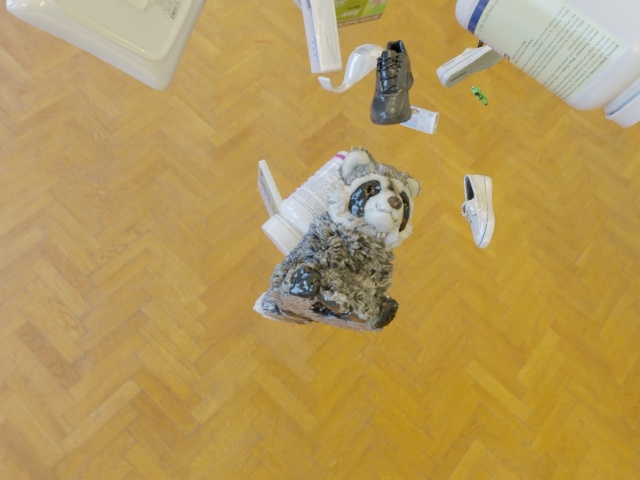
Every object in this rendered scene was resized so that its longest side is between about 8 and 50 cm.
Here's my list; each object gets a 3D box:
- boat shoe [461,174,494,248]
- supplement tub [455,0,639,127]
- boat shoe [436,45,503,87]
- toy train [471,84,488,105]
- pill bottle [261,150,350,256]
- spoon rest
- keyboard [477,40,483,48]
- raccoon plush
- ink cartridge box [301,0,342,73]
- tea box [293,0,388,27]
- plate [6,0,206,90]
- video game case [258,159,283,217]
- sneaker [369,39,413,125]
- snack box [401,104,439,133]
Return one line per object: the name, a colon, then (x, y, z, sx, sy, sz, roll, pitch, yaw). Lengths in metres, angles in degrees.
boat shoe: (0.492, -0.099, 1.510, 0.088, 0.096, 0.267, 10, 65, -2)
supplement tub: (0.397, -0.347, 0.711, 0.325, 0.235, 0.235, 40, 65, 7)
boat shoe: (0.469, -0.566, 1.481, 0.226, 0.083, 0.076, -26, 62, 4)
toy train: (0.394, -0.356, 1.173, 0.083, 0.017, 0.023, 17, 51, -49)
pill bottle: (0.000, -0.078, 1.201, 0.283, 0.160, 0.160, -42, 77, -9)
spoon rest: (0.113, -0.590, 1.637, 0.276, 0.084, 0.137, -41, 47, -21)
keyboard: (0.641, -0.757, 1.883, 0.038, 0.100, 0.192, 17, 20, 13)
raccoon plush: (0.000, 0.000, 0.938, 0.216, 0.446, 0.299, 30, 67, -35)
ink cartridge box: (-0.015, -0.616, 1.306, 0.066, 0.261, 0.296, -12, 111, -8)
tea box: (0.104, -0.982, 1.731, 0.329, 0.323, 0.220, -26, 74, -28)
plate: (-0.318, -0.432, 0.792, 0.045, 0.278, 0.277, 32, 98, 45)
video game case: (-0.156, -0.126, 1.589, 0.026, 0.206, 0.227, -20, 77, -13)
sneaker: (0.171, -0.390, 1.175, 0.109, 0.130, 0.286, -3, 47, 14)
snack box: (0.286, -0.383, 1.475, 0.022, 0.064, 0.178, -17, 35, -37)
